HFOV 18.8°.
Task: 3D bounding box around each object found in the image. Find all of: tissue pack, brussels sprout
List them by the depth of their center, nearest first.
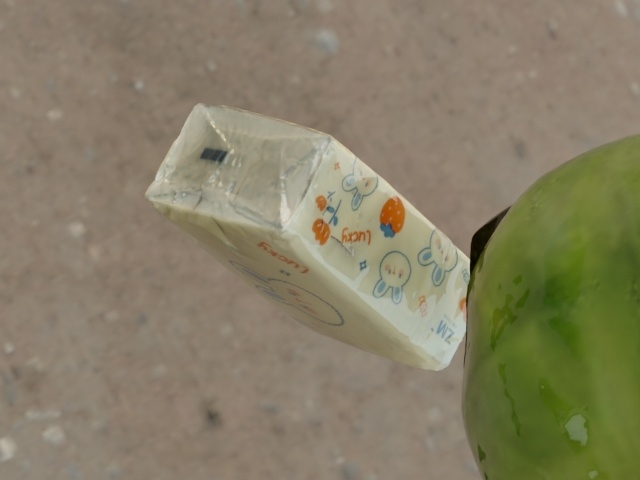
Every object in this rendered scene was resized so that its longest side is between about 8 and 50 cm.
[{"bbox_3d":[0.184,0.081,0.758,0.219,0.210,0.271,12,50,-61],"label":"brussels sprout"},{"bbox_3d":[0.000,0.000,1.290,0.196,0.148,0.092,39,74,-41],"label":"tissue pack"}]

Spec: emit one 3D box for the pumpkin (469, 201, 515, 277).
[{"bbox_3d":[0.220,0.008,1.184,0.280,0.190,0.139,-22,81,-43],"label":"pumpkin"}]
